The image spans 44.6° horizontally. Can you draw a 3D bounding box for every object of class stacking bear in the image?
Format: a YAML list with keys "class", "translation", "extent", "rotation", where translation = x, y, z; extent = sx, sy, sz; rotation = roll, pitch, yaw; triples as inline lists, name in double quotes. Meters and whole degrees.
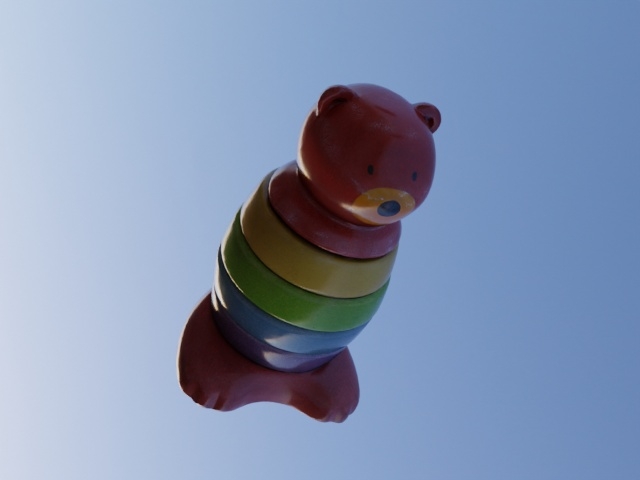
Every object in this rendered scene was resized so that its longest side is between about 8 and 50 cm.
- class: "stacking bear"
  translation: [0.000, 0.000, 0.666]
  extent: [0.164, 0.175, 0.289]
  rotation: [-104, -147, -46]
